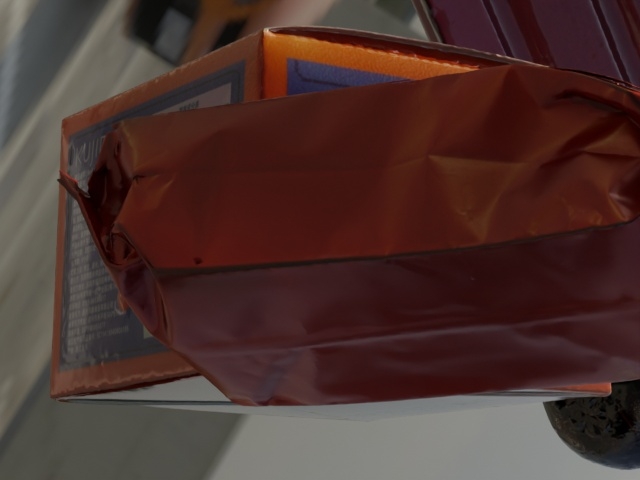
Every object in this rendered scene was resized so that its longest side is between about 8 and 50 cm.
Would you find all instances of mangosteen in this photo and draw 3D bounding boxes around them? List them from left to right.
[{"bbox_3d":[0.282,0.135,1.822,0.152,0.152,0.152,-58,-178,4],"label":"mangosteen"}]

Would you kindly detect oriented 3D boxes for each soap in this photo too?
[{"bbox_3d":[0.221,-0.214,1.871,0.233,0.359,0.128,-26,-156,-1],"label":"soap"}]

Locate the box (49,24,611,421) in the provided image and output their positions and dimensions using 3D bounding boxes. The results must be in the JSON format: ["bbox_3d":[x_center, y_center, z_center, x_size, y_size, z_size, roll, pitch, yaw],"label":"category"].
[{"bbox_3d":[0.000,0.000,1.543,0.349,0.319,0.256,-15,-108,59],"label":"box"}]

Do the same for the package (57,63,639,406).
[{"bbox_3d":[0.068,-0.001,1.127,0.196,0.424,0.123,48,42,-54],"label":"package"}]
